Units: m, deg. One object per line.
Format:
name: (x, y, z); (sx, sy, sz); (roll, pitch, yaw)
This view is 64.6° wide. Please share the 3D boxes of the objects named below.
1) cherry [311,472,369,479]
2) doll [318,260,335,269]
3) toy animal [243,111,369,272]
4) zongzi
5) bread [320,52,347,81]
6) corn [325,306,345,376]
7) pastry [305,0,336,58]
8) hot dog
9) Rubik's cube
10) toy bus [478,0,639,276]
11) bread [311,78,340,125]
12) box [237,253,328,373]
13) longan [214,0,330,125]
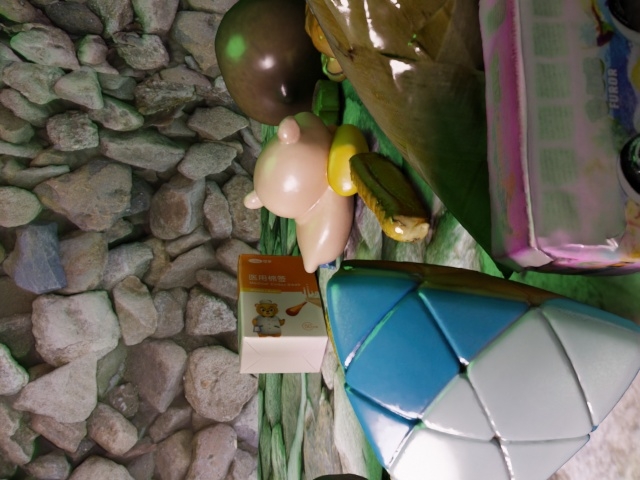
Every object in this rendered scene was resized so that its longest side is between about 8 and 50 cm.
cherry: (0.035, 0.470, 0.769); (0.266, 0.184, 0.213); (-34, 60, 54)
doll: (0.000, 0.000, 1.323); (0.110, 0.067, 0.206); (-56, 41, 39)
toy animal: (-0.044, -0.131, 1.134); (0.277, 0.247, 0.345); (-99, 18, -51)
zongzi: (0.085, -0.188, 0.481); (0.174, 0.356, 0.392); (-22, 60, 27)
bread: (0.049, -0.485, 1.203); (0.134, 0.081, 0.225); (118, 155, -49)
corn: (0.069, 0.177, 0.899); (0.293, 0.106, 0.106); (-115, 31, -73)
pastry: (0.085, -0.431, 0.796); (0.316, 0.184, 0.284); (161, 106, -75)
hot dog: (0.108, -0.079, 0.847); (0.289, 0.083, 0.068); (-107, 5, -58)
Rubik's cube: (0.125, 0.140, 0.479); (0.254, 0.254, 0.254); (-176, 90, -77)
toy bus: (0.196, -0.111, 0.403); (0.090, 0.112, 0.274); (119, 153, -77)
bread: (0.018, -0.351, 1.335); (0.117, 0.064, 0.156); (103, 163, -51)
box: (-0.119, 0.191, 1.415); (0.341, 0.225, 0.143); (-103, 20, -50)
longan: (-0.125, -0.503, 1.415); (0.361, 0.361, 0.361); (-176, 90, -77)
